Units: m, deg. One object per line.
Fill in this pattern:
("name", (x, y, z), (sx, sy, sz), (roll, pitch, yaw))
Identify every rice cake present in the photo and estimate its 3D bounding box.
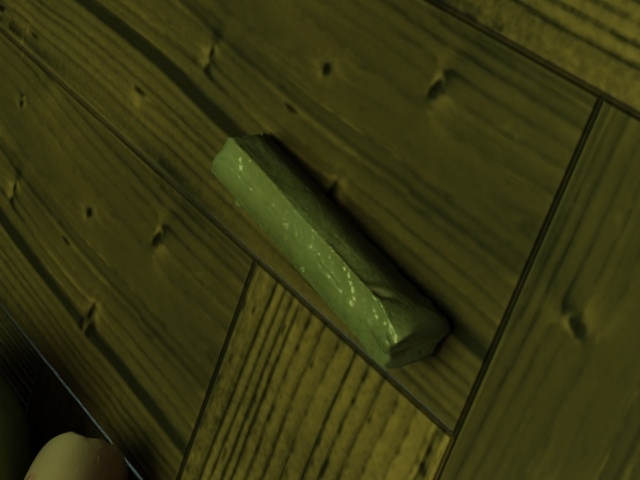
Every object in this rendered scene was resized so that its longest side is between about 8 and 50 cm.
("rice cake", (0.000, 0.000, 0.972), (0.256, 0.057, 0.052), (47, 140, 39))

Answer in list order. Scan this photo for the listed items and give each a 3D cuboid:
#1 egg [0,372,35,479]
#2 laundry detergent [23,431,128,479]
("egg", (-0.411, 0.218, 1.274), (0.336, 0.278, 0.278), (111, 152, -78))
("laundry detergent", (-0.251, 0.322, 1.089), (0.159, 0.088, 0.335), (119, 172, -49))
